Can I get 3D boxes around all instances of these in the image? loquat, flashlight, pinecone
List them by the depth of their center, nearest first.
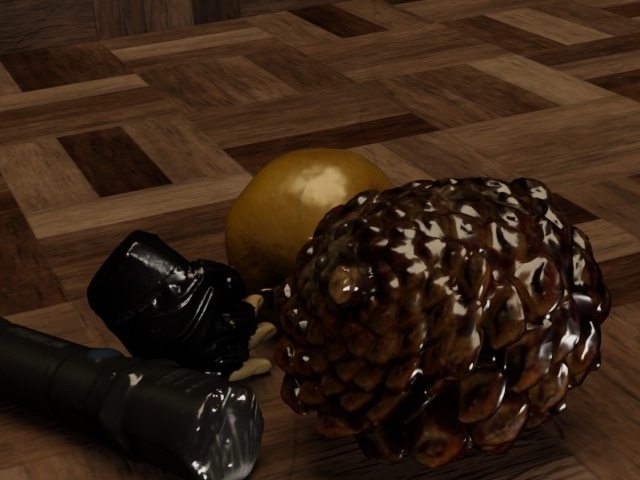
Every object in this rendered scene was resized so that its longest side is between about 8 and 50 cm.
[{"bbox_3d":[0.108,0.069,1.096,0.296,0.242,0.298,-11,20,-38],"label":"pinecone"},{"bbox_3d":[-0.235,0.135,1.192,0.424,0.103,0.103,13,28,37],"label":"flashlight"},{"bbox_3d":[0.000,0.000,1.341,0.208,0.208,0.208,-4,23,2],"label":"loquat"}]

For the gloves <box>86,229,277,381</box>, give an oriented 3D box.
[{"bbox_3d":[-0.127,0.077,1.222,0.164,0.203,0.124,-32,25,51],"label":"gloves"}]
